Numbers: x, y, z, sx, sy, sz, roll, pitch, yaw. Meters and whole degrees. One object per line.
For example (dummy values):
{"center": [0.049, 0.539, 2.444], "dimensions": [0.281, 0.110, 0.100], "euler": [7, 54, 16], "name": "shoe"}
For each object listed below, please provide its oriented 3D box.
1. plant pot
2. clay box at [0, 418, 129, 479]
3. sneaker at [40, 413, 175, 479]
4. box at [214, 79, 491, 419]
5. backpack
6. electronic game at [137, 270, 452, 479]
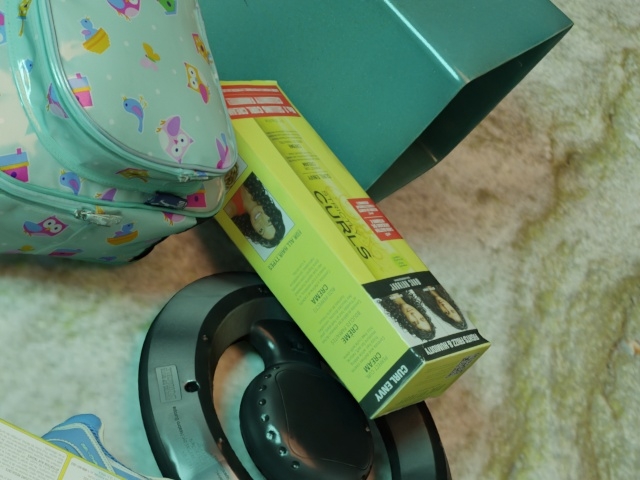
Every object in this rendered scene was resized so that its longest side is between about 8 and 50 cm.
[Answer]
{"center": [0.016, -0.164, 1.019], "dimensions": [0.234, 0.165, 0.166], "euler": [50, 39, 8], "name": "plant pot"}
{"center": [-0.175, 0.184, 0.624], "dimensions": [0.127, 0.053, 0.222], "euler": [29, 63, -14], "name": "clay box"}
{"center": [-0.073, 0.172, 0.753], "dimensions": [0.211, 0.080, 0.081], "euler": [45, 44, -13], "name": "sneaker"}
{"center": [0.000, 0.000, 0.916], "dimensions": [0.087, 0.058, 0.232], "euler": [-8, 53, -54], "name": "box"}
{"center": [-0.148, -0.076, 0.810], "dimensions": [0.188, 0.144, 0.165], "euler": [0, 69, -41], "name": "backpack"}
{"center": [-0.009, 0.116, 0.879], "dimensions": [0.229, 0.048, 0.229], "euler": [29, 38, -25], "name": "electronic game"}
